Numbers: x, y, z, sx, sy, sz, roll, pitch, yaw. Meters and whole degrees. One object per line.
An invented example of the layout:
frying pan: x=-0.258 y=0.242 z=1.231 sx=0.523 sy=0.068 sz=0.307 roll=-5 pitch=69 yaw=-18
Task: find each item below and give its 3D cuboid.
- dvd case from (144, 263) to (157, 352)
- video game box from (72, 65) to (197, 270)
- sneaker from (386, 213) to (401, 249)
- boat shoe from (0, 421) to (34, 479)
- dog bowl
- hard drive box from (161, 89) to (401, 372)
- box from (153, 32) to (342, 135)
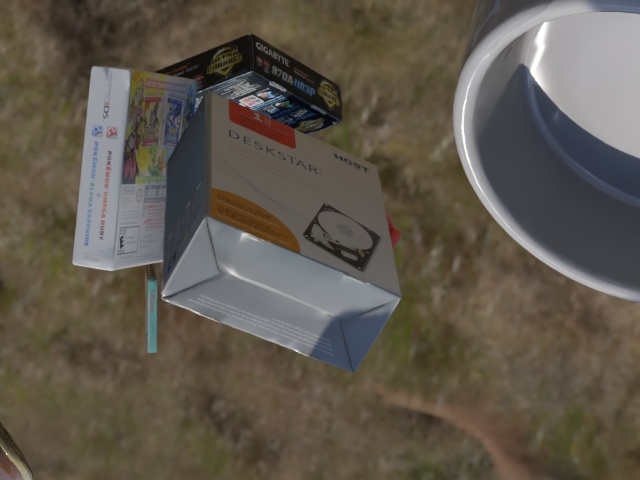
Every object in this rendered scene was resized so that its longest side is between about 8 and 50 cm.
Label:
dvd case: x=-0.199 y=0.076 z=1.949 sx=0.013 sy=0.087 sz=0.119 roll=0 pitch=-171 yaw=-9
video game box: x=-0.177 y=-0.071 z=1.608 sx=0.048 sy=0.187 sz=0.205 roll=9 pitch=-176 yaw=12
sneaker: x=0.000 y=0.000 z=1.931 sx=0.116 sy=0.136 sz=0.314 roll=54 pitch=-164 yaw=14
boat shoe: x=-0.262 y=0.176 z=1.279 sx=0.064 sy=0.060 sz=0.178 roll=54 pitch=160 yaw=6
dog bowl: x=0.260 y=-0.089 z=1.287 sx=0.348 sy=0.102 sz=0.349 roll=18 pitch=138 yaw=17
hard drive box: x=-0.038 y=-0.011 z=1.435 sx=0.181 sy=0.232 sz=0.089 roll=23 pitch=116 yaw=-17
box: x=-0.113 y=-0.149 z=1.881 sx=0.220 sy=0.051 sz=0.175 roll=-18 pitch=155 yaw=31
